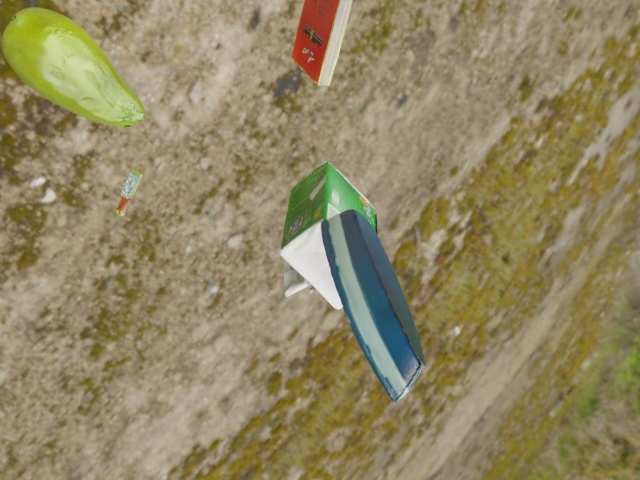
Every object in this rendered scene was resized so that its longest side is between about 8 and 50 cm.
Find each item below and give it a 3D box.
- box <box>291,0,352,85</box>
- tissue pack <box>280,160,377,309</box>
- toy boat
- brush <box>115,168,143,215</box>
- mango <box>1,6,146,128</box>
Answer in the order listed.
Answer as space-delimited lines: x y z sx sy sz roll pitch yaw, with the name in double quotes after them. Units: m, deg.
0.000 -0.299 1.120 0.023 0.090 0.133 -6 132 -30 "box"
0.001 0.001 1.329 0.156 0.148 0.209 -38 -156 23 "tissue pack"
0.073 0.079 1.053 0.062 0.299 0.096 -32 139 16 "toy boat"
-0.292 -0.068 1.183 0.083 0.019 0.021 -58 -179 27 "brush"
-0.252 -0.168 0.812 0.165 0.091 0.074 41 68 -34 "mango"
